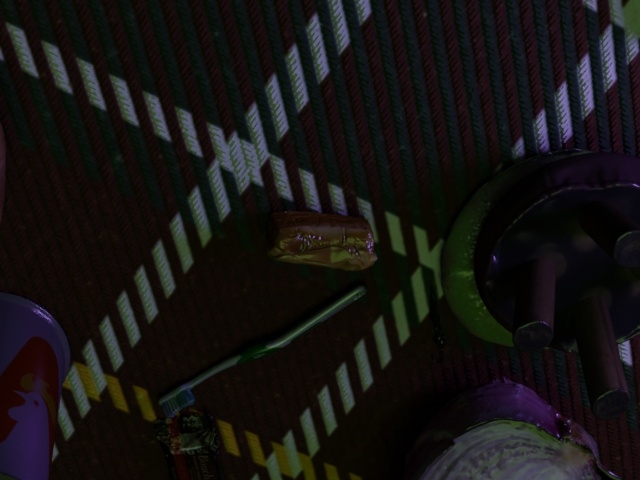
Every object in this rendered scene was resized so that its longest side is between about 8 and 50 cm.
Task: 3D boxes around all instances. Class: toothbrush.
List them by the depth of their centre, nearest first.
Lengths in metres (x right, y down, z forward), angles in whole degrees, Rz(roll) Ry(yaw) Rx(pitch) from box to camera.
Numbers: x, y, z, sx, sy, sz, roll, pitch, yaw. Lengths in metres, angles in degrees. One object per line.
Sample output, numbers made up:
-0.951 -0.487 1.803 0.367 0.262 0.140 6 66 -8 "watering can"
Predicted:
-0.072 0.132 1.905 0.304 0.030 0.030 -32 123 9 "toothbrush"

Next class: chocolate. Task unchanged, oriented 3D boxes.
-0.162 0.299 1.999 0.086 0.028 0.182 -9 124 4 "chocolate"

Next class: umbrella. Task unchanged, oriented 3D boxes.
0.148 0.107 1.937 0.022 0.013 0.122 4 127 12 "umbrella"

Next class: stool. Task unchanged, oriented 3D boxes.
0.325 0.051 1.780 0.272 0.178 0.272 -5 123 -7 "stool"

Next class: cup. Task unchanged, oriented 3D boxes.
-0.378 0.217 1.744 0.203 0.288 0.203 -4 124 -6 "cup"

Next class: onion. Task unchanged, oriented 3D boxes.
0.200 0.330 2.008 0.348 0.159 0.267 -39 110 14 "onion"

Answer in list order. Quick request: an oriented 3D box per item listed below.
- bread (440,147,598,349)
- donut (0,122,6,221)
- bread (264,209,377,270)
0.295 0.018 1.887 0.301 0.045 0.301 -6 124 -9 "bread"
-0.469 -0.076 1.613 0.317 0.150 0.299 -39 122 15 "donut"
0.000 0.000 1.801 0.132 0.074 0.053 3 112 -15 "bread"
